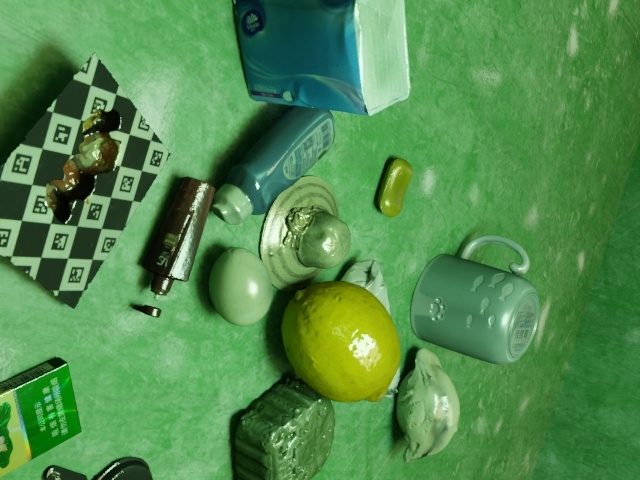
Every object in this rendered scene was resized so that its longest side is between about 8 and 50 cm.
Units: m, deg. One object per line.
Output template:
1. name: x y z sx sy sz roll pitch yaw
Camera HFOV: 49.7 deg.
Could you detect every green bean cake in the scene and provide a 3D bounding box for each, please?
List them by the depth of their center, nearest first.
1. green bean cake: -0.071 0.419 1.462 0.227 0.125 0.223 -28 124 -49

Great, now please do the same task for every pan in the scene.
1. pan: -0.369 0.421 1.162 0.235 0.028 0.136 45 67 -49

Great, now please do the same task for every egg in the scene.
1. egg: -0.144 0.083 1.249 0.114 0.114 0.152 -31 121 -41

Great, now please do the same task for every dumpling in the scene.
1. dumpling: 0.320 0.457 1.901 0.243 0.187 0.318 3 98 -48

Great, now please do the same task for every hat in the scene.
1. hat: 0.000 0.000 1.403 0.252 0.110 0.252 -21 118 -46

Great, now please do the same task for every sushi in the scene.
1. sushi: -0.357 -0.083 0.980 0.290 0.050 0.264 -62 155 -19

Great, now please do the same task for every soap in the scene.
1. soap: 0.174 -0.124 1.625 0.089 0.045 0.140 24 83 -55

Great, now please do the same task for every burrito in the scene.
1. burrito: 0.124 0.248 1.653 0.139 0.101 0.445 -43 134 -35

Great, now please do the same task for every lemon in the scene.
1. lemon: 0.042 0.206 1.423 0.236 0.236 0.263 -39 127 -36

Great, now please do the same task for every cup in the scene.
1. cup: 0.451 0.149 1.882 0.357 0.274 0.259 -61 141 -15

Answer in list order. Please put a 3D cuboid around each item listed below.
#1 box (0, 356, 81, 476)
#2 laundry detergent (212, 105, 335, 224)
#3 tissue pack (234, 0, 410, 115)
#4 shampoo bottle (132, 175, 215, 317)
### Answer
1. box: -0.462 0.275 0.988 0.235 0.034 0.132 -24 121 -44
2. laundry detergent: -0.092 -0.132 1.250 0.290 0.094 0.143 -46 164 -27
3. tissue pack: 0.001 -0.326 1.159 0.146 0.263 0.198 -34 128 -39
4. shampoo bottle: -0.243 0.011 1.143 0.067 0.068 0.236 26 80 -51
